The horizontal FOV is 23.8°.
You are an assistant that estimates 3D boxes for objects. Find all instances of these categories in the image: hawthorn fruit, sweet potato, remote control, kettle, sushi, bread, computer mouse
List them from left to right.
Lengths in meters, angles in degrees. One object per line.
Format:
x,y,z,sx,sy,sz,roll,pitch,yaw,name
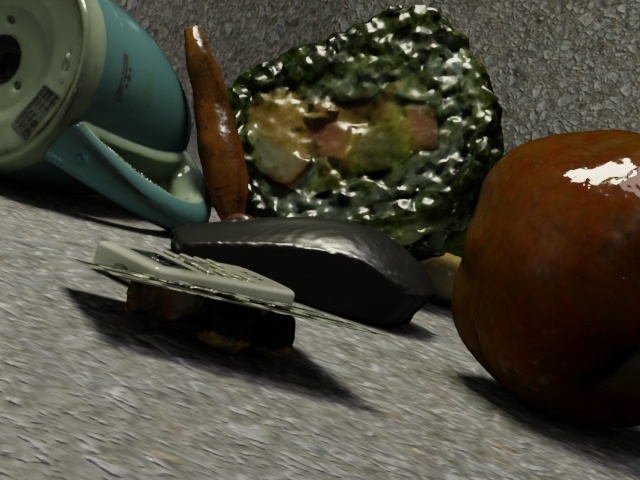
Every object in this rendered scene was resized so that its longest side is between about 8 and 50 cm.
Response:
-0.261,-0.135,1.766,0.319,0.247,0.342,56,14,27,kettle
-0.108,0.035,1.368,0.087,0.029,0.190,23,7,42,remote control
-0.123,-0.128,1.797,0.057,0.265,0.057,-13,-14,-3,sweet potato
-0.079,0.060,1.158,0.210,0.040,0.192,13,0,-23,sushi
-0.013,0.013,1.607,0.295,0.087,0.168,16,8,1,computer mouse
0.059,-0.109,1.886,0.352,0.294,0.178,-20,-19,2,sushi
0.216,0.065,2.043,0.316,0.054,0.316,19,6,-2,bread
0.256,0.035,1.330,0.267,0.268,0.301,17,7,-14,hawthorn fruit

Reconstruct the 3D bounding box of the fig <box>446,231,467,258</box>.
0.135,-0.038,2.294,0.275,0.206,0.206,0,13,-26,fig
